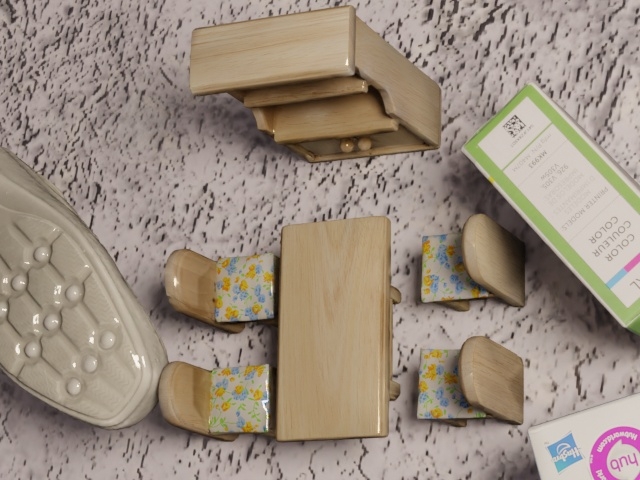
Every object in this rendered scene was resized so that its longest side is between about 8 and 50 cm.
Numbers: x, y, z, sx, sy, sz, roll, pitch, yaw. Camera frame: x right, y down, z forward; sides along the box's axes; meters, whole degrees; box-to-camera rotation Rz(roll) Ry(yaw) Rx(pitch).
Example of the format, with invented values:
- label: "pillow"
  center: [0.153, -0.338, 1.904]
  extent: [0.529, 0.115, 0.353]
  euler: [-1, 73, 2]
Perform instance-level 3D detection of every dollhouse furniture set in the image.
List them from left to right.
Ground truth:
- label: "dollhouse furniture set"
  center: [0.000, 0.000, 1.104]
  extent: [0.212, 0.161, 0.242]
  euler: [-6, 74, 25]

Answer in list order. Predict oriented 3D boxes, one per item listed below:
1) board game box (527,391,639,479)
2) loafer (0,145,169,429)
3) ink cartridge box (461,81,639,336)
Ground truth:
- label: "board game box"
  center: [0.298, 0.201, 0.932]
  extent: [0.308, 0.086, 0.301]
  euler: [-21, 72, 20]
- label: "loafer"
  center: [-0.197, 0.013, 1.225]
  extent: [0.112, 0.111, 0.319]
  euler: [-51, 58, 11]
- label: "ink cartridge box"
  center: [0.183, 0.008, 1.042]
  extent: [0.062, 0.109, 0.209]
  euler: [-45, 62, 9]
